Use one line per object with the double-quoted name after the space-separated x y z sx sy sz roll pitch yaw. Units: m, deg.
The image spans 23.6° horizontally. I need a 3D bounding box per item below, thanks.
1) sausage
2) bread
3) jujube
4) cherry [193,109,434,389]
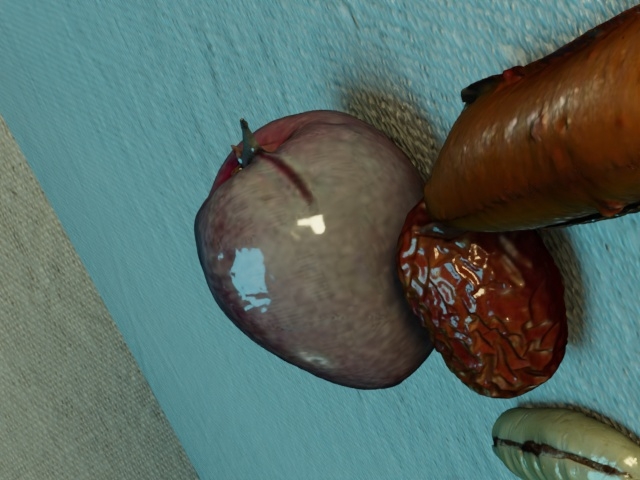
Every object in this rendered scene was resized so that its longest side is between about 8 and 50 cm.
0.147 -0.056 0.843 0.102 0.102 0.330 58 162 -6 "sausage"
0.189 0.170 1.215 0.073 0.053 0.214 63 163 -9 "bread"
0.120 0.039 1.092 0.112 0.109 0.176 -89 -22 -45 "jujube"
0.000 0.000 1.187 0.266 0.183 0.213 60 -159 -18 "cherry"
